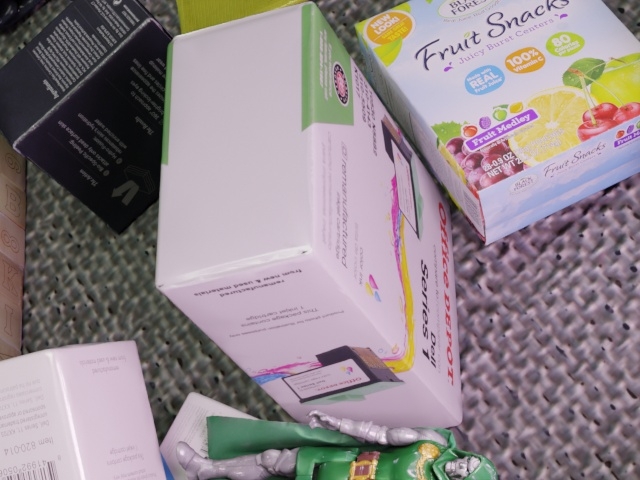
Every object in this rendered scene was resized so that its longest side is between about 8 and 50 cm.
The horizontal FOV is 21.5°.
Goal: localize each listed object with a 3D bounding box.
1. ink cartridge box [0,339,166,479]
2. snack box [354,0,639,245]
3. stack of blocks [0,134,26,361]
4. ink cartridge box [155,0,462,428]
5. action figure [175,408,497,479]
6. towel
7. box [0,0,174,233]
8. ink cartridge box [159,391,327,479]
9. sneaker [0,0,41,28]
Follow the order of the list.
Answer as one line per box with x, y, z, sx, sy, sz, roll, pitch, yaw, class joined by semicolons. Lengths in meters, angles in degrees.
-0.205;0.266;1.199;0.207;0.119;0.353;-15;83;22;ink cartridge box
0.148;-0.117;1.275;0.174;0.070;0.207;-26;49;-9;snack box
-0.357;0.050;1.486;0.171;0.087;0.297;-19;55;20;stack of blocks
0.000;0.000;1.187;0.117;0.278;0.201;-13;57;20;ink cartridge box
0.009;0.165;1.146;0.232;0.063;0.137;-7;57;21;action figure
-0.027;-0.253;1.519;0.237;0.021;0.102;-23;53;17;towel
-0.178;-0.116;1.437;0.158;0.156;0.093;-43;50;1;box
-0.041;0.193;1.233;0.181;0.061;0.104;18;73;36;ink cartridge box
-0.354;-0.267;1.665;0.300;0.111;0.121;-13;61;26;sneaker
